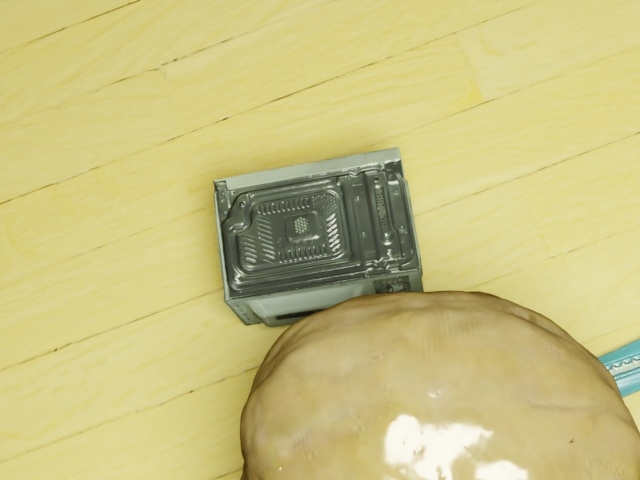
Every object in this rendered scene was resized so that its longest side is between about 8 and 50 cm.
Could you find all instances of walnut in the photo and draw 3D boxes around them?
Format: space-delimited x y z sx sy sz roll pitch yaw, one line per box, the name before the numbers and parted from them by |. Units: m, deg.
walnut | 0.106 0.219 0.930 0.381 0.381 0.381 -2 72 7

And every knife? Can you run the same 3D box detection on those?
knife | 0.275 0.146 1.085 0.221 0.031 0.064 -18 71 2

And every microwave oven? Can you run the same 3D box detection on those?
microwave oven | 0.000 0.000 1.124 0.208 0.122 0.162 -10 70 5
